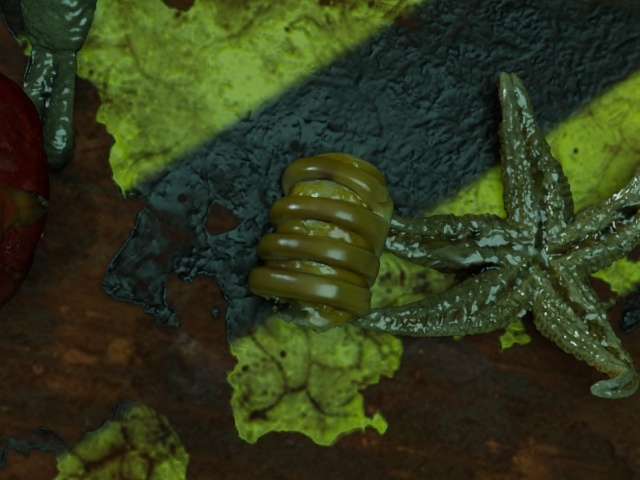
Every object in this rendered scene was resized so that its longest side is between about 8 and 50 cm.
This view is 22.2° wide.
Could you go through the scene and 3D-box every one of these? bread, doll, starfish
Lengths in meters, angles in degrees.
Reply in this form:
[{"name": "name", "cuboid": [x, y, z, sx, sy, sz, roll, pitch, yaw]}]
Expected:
[{"name": "bread", "cuboid": [0.000, 0.000, 1.537, 0.119, 0.084, 0.177, 10, 80, 20]}, {"name": "doll", "cuboid": [-0.237, -0.223, 1.524, 0.203, 0.091, 0.285, -24, 77, 23]}, {"name": "starfish", "cuboid": [0.209, 0.014, 1.568, 0.375, 0.094, 0.327, -35, 71, -5]}]

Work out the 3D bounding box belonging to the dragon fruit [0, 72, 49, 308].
[{"name": "dragon fruit", "cuboid": [-0.378, -0.040, 1.387, 0.296, 0.302, 0.295, 11, 114, 26]}]
